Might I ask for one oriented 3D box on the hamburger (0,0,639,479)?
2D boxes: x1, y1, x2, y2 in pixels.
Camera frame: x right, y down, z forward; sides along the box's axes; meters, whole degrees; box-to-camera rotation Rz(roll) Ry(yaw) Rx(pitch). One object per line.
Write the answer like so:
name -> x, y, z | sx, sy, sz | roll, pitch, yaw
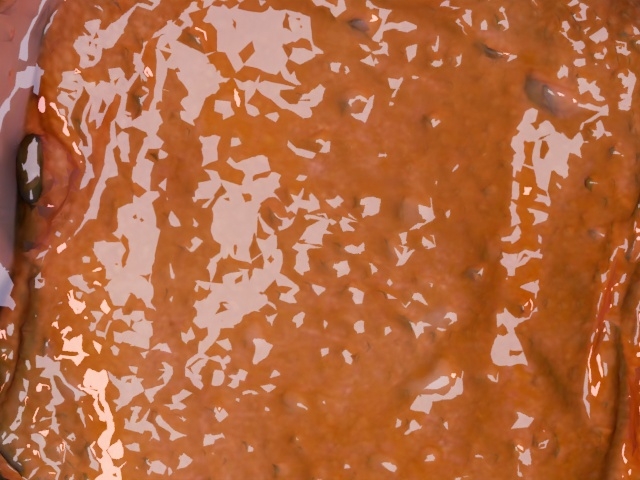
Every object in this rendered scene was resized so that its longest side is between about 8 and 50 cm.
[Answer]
hamburger -> 0.000, 0.000, 0.717 | 0.318, 0.158, 0.318 | 0, 89, -10
